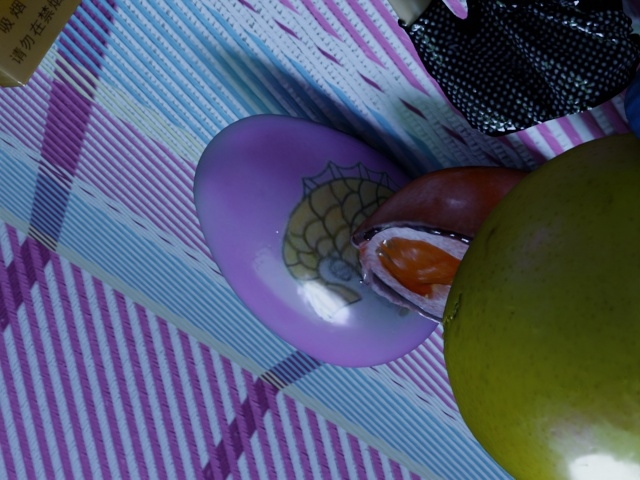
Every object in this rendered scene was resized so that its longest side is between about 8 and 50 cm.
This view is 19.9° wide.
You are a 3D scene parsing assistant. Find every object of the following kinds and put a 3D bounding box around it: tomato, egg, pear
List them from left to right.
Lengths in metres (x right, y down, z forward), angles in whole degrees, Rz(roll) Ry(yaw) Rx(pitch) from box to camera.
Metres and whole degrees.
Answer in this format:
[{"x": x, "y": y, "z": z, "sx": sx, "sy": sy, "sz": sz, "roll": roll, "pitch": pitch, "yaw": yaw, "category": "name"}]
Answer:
[{"x": 0.000, "y": 0.000, "z": 1.668, "sx": 0.271, "sy": 0.196, "sz": 0.196, "roll": 30, "pitch": 167, "yaw": -15, "category": "egg"}, {"x": 0.143, "y": 0.003, "z": 1.534, "sx": 0.228, "sy": 0.112, "sz": 0.199, "roll": 25, "pitch": 157, "yaw": -12, "category": "tomato"}, {"x": 0.242, "y": 0.066, "z": 1.227, "sx": 0.285, "sy": 0.285, "sz": 0.336, "roll": 42, "pitch": 168, "yaw": -37, "category": "pear"}]

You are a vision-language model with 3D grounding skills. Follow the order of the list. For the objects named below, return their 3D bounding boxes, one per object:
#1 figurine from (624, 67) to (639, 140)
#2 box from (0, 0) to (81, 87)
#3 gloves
[{"x": 0.231, "y": -0.094, "z": 1.121, "sx": 0.077, "sy": 0.079, "sz": 0.136, "roll": 60, "pitch": 176, "yaw": 14, "category": "figurine"}, {"x": -0.307, "y": -0.254, "z": 1.514, "sx": 0.237, "sy": 0.152, "sz": 0.070, "roll": 39, "pitch": 165, "yaw": -27, "category": "box"}, {"x": 0.113, "y": -0.163, "z": 1.136, "sx": 0.129, "sy": 0.106, "sz": 0.180, "roll": 1, "pitch": 118, "yaw": 61, "category": "gloves"}]
